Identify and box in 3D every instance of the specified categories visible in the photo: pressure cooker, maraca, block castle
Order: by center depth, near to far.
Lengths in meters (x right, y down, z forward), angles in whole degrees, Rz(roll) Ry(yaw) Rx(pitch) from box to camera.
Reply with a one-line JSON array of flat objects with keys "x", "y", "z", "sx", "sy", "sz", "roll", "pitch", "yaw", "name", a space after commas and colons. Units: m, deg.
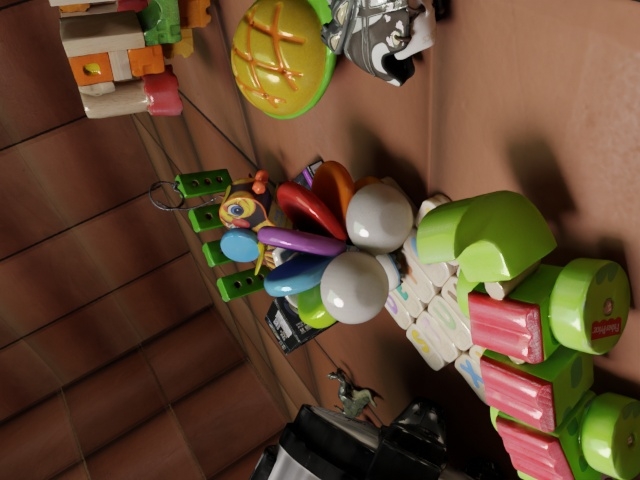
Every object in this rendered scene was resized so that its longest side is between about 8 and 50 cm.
[{"x": -0.028, "y": -0.206, "z": 0.544, "sx": 0.127, "sy": 0.099, "sz": 0.186, "roll": 55, "pitch": 136, "yaw": 2, "name": "maraca"}, {"x": 0.074, "y": 0.420, "z": 0.722, "sx": 0.375, "sy": 0.420, "sz": 0.370, "roll": 32, "pitch": 167, "yaw": -25, "name": "pressure cooker"}, {"x": -0.300, "y": -0.425, "z": 0.771, "sx": 0.453, "sy": 0.213, "sz": 0.303, "roll": 106, "pitch": 144, "yaw": -57, "name": "block castle"}]

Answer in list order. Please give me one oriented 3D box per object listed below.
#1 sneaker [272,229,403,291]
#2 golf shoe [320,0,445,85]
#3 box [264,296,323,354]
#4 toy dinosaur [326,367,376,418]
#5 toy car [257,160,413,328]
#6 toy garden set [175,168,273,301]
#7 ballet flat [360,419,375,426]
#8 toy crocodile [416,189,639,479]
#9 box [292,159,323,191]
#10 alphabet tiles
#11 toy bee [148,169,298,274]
[{"x": 0.018, "y": 0.034, "z": 0.706, "sx": 0.237, "sy": 0.086, "sz": 0.085, "roll": 11, "pitch": 126, "yaw": 55, "name": "sneaker"}, {"x": 0.060, "y": -0.192, "z": 0.378, "sx": 0.094, "sy": 0.077, "sz": 0.198, "roll": 46, "pitch": 166, "yaw": 9, "name": "golf shoe"}, {"x": -0.005, "y": 0.110, "z": 0.863, "sx": 0.077, "sy": 0.147, "sz": 0.180, "roll": 58, "pitch": 162, "yaw": 10, "name": "box"}, {"x": 0.063, "y": 0.349, "z": 1.185, "sx": 0.118, "sy": 0.064, "sz": 0.268, "roll": 54, "pitch": 154, "yaw": 18, "name": "toy dinosaur"}, {"x": 0.000, "y": 0.000, "z": 0.569, "sx": 0.136, "sy": 0.182, "sz": 0.159, "roll": 24, "pitch": 171, "yaw": -27, "name": "toy car"}, {"x": -0.149, "y": -0.019, "z": 1.002, "sx": 0.049, "sy": 0.204, "sz": 0.244, "roll": -32, "pitch": 78, "yaw": 46, "name": "toy garden set"}, {"x": 0.147, "y": 0.519, "z": 1.207, "sx": 0.221, "sy": 0.077, "sz": 0.079, "roll": 57, "pitch": 180, "yaw": 28, "name": "ballet flat"}, {"x": 0.176, "y": 0.111, "z": 0.420, "sx": 0.115, "sy": 0.105, "sz": 0.340, "roll": 10, "pitch": 128, "yaw": 54, "name": "toy crocodile"}, {"x": -0.005, "y": -0.050, "z": 0.813, "sx": 0.116, "sy": 0.029, "sz": 0.162, "roll": 62, "pitch": 161, "yaw": -2, "name": "box"}, {"x": 0.137, "y": 0.067, "z": 0.621, "sx": 0.278, "sy": 0.021, "sz": 0.284, "roll": 55, "pitch": 161, "yaw": 19, "name": "alphabet tiles"}, {"x": -0.112, "y": -0.034, "z": 0.884, "sx": 0.162, "sy": 0.298, "sz": 0.195, "roll": -36, "pitch": 53, "yaw": 37, "name": "toy bee"}]
